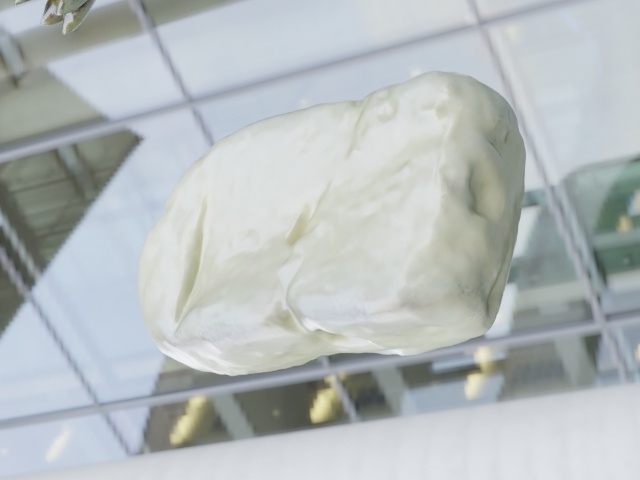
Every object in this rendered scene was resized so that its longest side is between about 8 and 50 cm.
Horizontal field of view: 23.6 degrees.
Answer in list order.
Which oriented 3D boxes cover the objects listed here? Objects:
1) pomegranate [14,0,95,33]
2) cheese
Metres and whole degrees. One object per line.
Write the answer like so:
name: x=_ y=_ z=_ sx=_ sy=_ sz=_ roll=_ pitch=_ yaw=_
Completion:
pomegranate: x=-0.162 y=-0.267 z=1.256 sx=0.225 sy=0.187 sz=0.187 roll=-51 pitch=-48 yaw=-16
cheese: x=0.001 y=0.001 z=0.913 sx=0.093 sy=0.263 sz=0.159 roll=35 pitch=-123 yaw=-40
